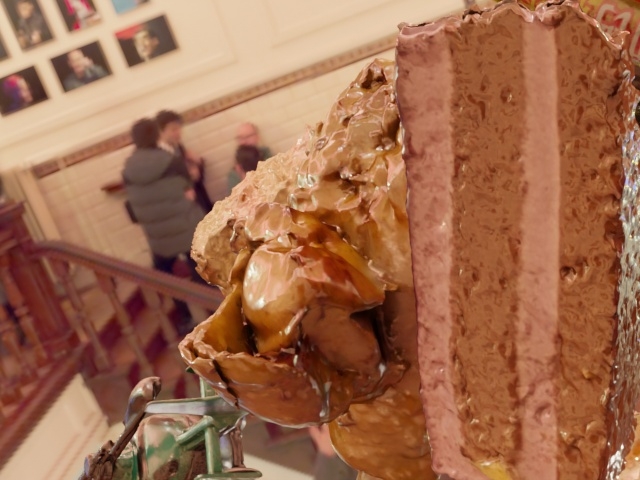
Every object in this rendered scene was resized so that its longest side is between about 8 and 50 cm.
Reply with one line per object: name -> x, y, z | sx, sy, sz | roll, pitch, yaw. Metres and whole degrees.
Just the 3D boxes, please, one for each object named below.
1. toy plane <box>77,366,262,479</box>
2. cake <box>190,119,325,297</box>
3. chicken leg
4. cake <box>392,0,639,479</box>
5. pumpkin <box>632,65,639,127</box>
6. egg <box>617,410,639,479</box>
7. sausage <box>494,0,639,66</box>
toy plane -> -0.128, 0.190, 0.863 | 0.155, 0.106, 0.381 | 3, -24, -27
cake -> 0.000, 0.000, 1.467 | 0.306, 0.293, 0.314 | -38, 17, 2
chicken leg -> 0.022, 0.075, 0.676 | 0.182, 0.410, 0.295 | 24, 31, 32
cake -> 0.103, 0.023, 0.498 | 0.115, 0.295, 0.113 | 4, 35, 27
pumpkin -> 0.364, -0.260, 1.057 | 0.241, 0.323, 0.323 | 7, 26, 24
egg -> 0.395, 0.310, 1.115 | 0.194, 0.233, 0.195 | -4, -26, -2
sausage -> 0.233, -0.224, 0.879 | 0.371, 0.082, 0.082 | 32, 45, 27
